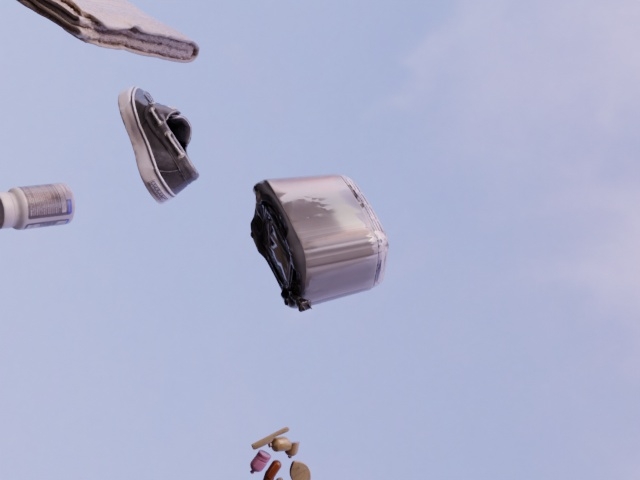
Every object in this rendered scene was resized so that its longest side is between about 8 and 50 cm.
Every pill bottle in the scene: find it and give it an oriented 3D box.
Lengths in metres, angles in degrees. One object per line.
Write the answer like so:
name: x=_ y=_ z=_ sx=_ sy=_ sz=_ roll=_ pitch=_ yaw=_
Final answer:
pill bottle: x=-0.514 y=-0.059 z=2.253 sx=0.078 sy=0.137 sz=0.078 roll=12 pitch=-75 yaw=49

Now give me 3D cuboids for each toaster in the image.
toaster: x=0.000 y=0.000 z=1.785 sx=0.227 sy=0.146 sz=0.129 roll=-120 pitch=-154 yaw=-44

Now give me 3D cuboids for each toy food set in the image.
toy food set: x=-0.057 y=0.304 z=1.708 sx=0.019 sy=0.078 sz=0.122 roll=42 pitch=-28 yaw=54

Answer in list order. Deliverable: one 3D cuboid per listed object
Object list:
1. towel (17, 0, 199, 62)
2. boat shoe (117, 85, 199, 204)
towel: x=-0.316 y=-0.327 z=1.832 sx=0.187 sy=0.282 sz=0.049 roll=33 pitch=-75 yaw=22
boat shoe: x=-0.269 y=-0.182 z=2.162 sx=0.102 sy=0.108 sz=0.301 roll=-30 pitch=-142 yaw=5
